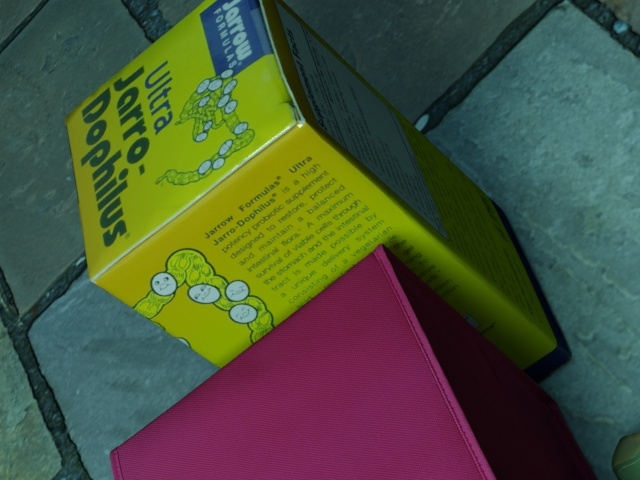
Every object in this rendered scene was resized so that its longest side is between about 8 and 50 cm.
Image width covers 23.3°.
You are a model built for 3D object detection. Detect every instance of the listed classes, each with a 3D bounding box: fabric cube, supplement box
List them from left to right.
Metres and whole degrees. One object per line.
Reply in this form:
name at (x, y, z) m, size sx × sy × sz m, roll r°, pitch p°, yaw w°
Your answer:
supplement box at (0.000, 0.000, 1.205) m, size 0.195 × 0.356 × 0.194 m, roll -37°, pitch 41°, yaw 17°
fabric cube at (0.048, 0.214, 1.074) m, size 0.258 × 0.259 × 0.254 m, roll -39°, pitch 40°, yaw 12°

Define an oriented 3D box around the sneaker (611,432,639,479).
sneaker at (0.269, 0.185, 1.032) m, size 0.192 × 0.064 × 0.086 m, roll 4°, pitch 59°, yaw 42°
